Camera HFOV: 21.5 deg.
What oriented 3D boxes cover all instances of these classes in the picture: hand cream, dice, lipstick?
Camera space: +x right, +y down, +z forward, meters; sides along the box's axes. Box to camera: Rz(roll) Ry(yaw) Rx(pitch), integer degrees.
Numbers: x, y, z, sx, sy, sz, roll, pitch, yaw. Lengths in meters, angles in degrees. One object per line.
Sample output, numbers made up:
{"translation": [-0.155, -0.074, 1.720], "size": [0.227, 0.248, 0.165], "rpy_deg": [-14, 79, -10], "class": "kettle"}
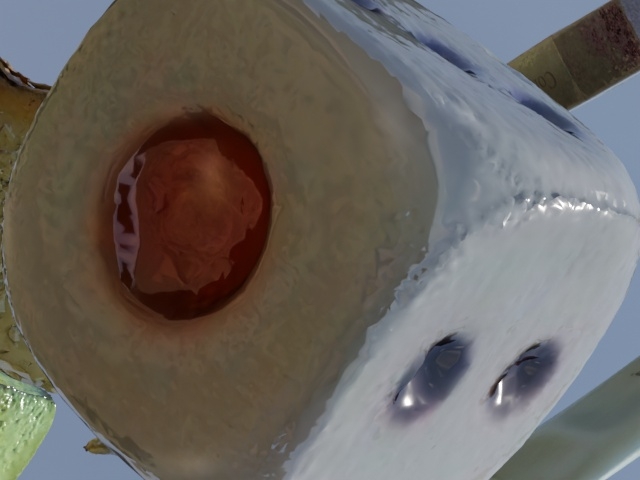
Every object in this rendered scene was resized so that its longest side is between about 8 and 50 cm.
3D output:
{"translation": [0.247, 0.107, 1.240], "size": [0.109, 0.321, 0.067], "rpy_deg": [12, -54, 59], "class": "hand cream"}
{"translation": [0.000, 0.000, 0.690], "size": [0.193, 0.192, 0.194], "rpy_deg": [42, -74, 31], "class": "dice"}
{"translation": [0.207, -0.143, 1.456], "size": [0.066, 0.068, 0.317], "rpy_deg": [63, -26, 1], "class": "lipstick"}

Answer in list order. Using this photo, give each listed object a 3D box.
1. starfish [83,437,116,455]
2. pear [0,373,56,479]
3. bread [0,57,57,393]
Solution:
{"translation": [-0.062, 0.176, 1.441], "size": [0.138, 0.247, 0.050], "rpy_deg": [-61, -163, -5], "class": "starfish"}
{"translation": [-0.453, 0.210, 1.775], "size": [0.159, 0.292, 0.292], "rpy_deg": [24, -74, 42], "class": "pear"}
{"translation": [-0.283, -0.002, 1.408], "size": [0.248, 0.315, 0.279], "rpy_deg": [-63, -171, -20], "class": "bread"}
